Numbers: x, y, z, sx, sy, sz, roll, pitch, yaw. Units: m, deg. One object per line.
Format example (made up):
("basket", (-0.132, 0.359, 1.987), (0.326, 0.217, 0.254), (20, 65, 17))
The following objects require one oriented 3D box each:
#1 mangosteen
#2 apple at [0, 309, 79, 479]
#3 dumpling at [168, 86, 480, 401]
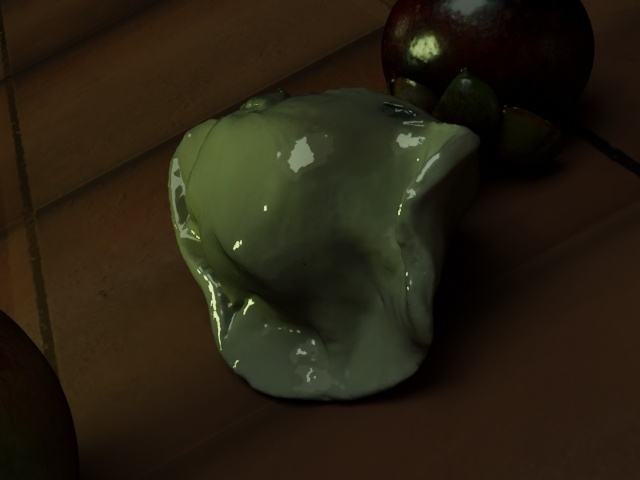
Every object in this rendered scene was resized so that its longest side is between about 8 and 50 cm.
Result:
("mangosteen", (0.136, -0.141, 0.827), (0.199, 0.200, 0.200), (-18, 34, 12))
("apple", (-0.322, 0.161, 0.573), (0.348, 0.348, 0.277), (39, 112, 54))
("dumpling", (0.000, 0.000, 0.754), (0.318, 0.187, 0.243), (4, 82, 48))
